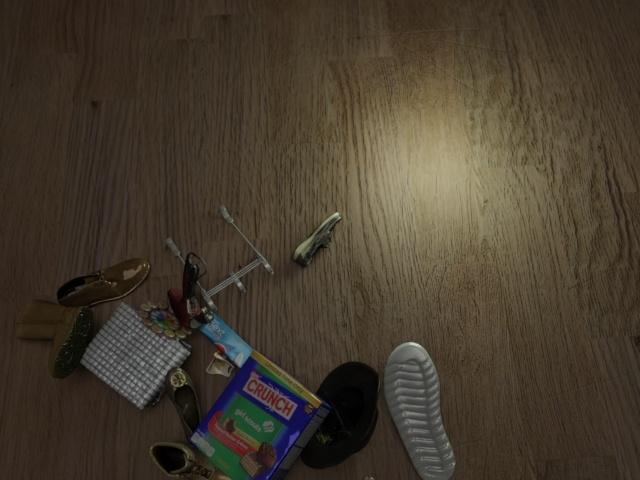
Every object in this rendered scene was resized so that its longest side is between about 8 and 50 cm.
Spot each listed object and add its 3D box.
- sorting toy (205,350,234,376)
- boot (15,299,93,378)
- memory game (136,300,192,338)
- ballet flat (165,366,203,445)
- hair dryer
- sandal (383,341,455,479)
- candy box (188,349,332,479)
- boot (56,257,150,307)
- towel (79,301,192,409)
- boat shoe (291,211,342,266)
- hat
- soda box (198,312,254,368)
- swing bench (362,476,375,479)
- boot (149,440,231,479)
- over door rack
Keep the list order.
[{"bbox_3d":[-0.309,0.394,1.792,0.075,0.083,0.045,34,33,4],"label":"sorting toy"},{"bbox_3d":[-0.846,0.302,1.765,0.269,0.089,0.236,0,58,27],"label":"boot"},{"bbox_3d":[-0.487,0.248,1.797,0.186,0.186,0.012,34,108,12],"label":"memory game"},{"bbox_3d":[-0.397,0.498,1.699,0.084,0.058,0.250,-18,95,-29],"label":"ballet flat"},{"bbox_3d":[-0.404,0.165,1.786,0.080,0.293,0.223,-1,78,-38],"label":"hair dryer"},{"bbox_3d":[0.294,0.518,1.727,0.169,0.102,0.416,-13,82,11],"label":"sandal"},{"bbox_3d":[-0.170,0.525,1.635,0.268,0.122,0.317,31,77,25],"label":"candy box"},{"bbox_3d":[-0.709,0.138,1.863,0.305,0.115,0.112,-27,69,-11],"label":"boot"},{"bbox_3d":[-0.568,0.361,1.776,0.284,0.121,0.235,31,70,13],"label":"towel"},{"bbox_3d":[0.000,0.000,1.936,0.073,0.080,0.223,44,80,9],"label":"boat shoe"},{"bbox_3d":[0.085,0.531,1.670,0.134,0.331,0.331,41,70,-25],"label":"hat"},{"bbox_3d":[-0.288,0.329,1.811,0.210,0.067,0.071,40,74,15],"label":"soda box"},{"bbox_3d":[0.092,0.787,1.533,0.255,0.253,0.165,-40,74,-13],"label":"swing bench"},{"bbox_3d":[-0.348,0.648,1.614,0.262,0.203,0.095,28,72,12],"label":"boot"},{"bbox_3d":[-0.334,0.063,1.905,0.239,0.108,0.324,-34,58,-13],"label":"over door rack"}]
